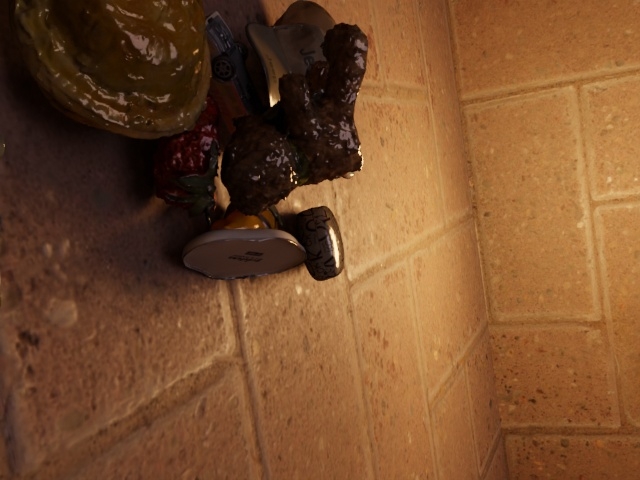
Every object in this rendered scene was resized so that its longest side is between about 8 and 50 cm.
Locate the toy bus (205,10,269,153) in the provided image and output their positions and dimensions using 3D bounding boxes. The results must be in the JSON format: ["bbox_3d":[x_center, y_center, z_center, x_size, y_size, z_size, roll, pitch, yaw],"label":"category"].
[{"bbox_3d":[-0.158,-0.250,1.169,0.092,0.106,0.268,-70,142,-52],"label":"toy bus"}]

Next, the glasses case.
[{"bbox_3d":[0.000,0.000,1.351,0.354,0.085,0.137,-83,158,-88],"label":"glasses case"}]

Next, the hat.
[{"bbox_3d":[-0.029,-0.311,1.238,0.244,0.149,0.214,-75,148,-79],"label":"hat"}]

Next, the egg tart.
[{"bbox_3d":[-0.246,-0.285,0.883,0.319,0.128,0.319,22,58,-40],"label":"egg tart"}]

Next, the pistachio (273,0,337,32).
[{"bbox_3d":[-0.022,-0.349,1.417,0.181,0.162,0.293,-8,96,-28],"label":"pistachio"}]

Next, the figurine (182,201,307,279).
[{"bbox_3d":[-0.135,-0.029,1.141,0.250,0.166,0.141,21,51,-60],"label":"figurine"}]

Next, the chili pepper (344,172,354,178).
[{"bbox_3d":[0.048,-0.182,1.662,0.050,0.041,0.153,48,12,26],"label":"chili pepper"}]

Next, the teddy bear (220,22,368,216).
[{"bbox_3d":[-0.048,-0.190,1.082,0.246,0.222,0.296,123,-33,-66],"label":"teddy bear"}]

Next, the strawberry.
[{"bbox_3d":[-0.203,-0.154,1.032,0.174,0.098,0.228,116,-26,-61],"label":"strawberry"}]

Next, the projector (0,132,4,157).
[{"bbox_3d":[-0.384,-0.098,0.675,0.083,0.083,0.082,55,29,-1],"label":"projector"}]
